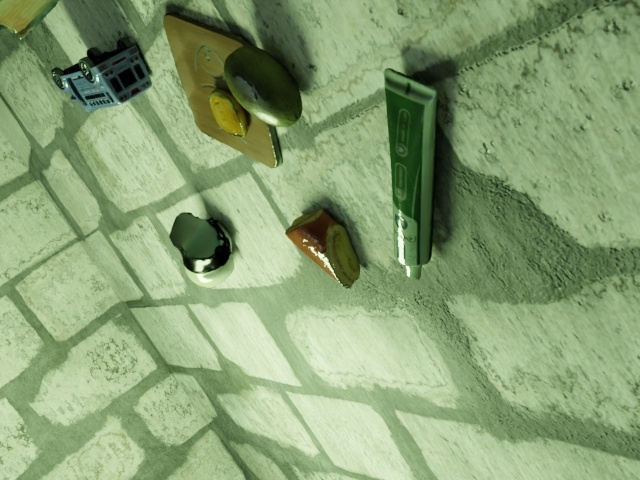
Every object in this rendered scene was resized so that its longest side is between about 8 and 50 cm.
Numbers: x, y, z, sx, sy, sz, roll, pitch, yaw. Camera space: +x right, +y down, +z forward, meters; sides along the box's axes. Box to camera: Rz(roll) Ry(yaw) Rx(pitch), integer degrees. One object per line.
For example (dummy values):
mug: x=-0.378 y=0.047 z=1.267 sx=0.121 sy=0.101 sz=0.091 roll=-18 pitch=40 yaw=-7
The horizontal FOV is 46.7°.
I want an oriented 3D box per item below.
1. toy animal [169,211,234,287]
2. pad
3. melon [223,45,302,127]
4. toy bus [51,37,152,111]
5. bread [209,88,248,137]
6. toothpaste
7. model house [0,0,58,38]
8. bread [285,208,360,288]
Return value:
toy animal: x=-0.293 y=0.029 z=1.898 sx=0.166 sy=0.138 sz=0.179 roll=59 pitch=168 yaw=33
pad: x=-0.197 y=-0.296 z=1.467 sx=0.286 sy=0.018 sz=0.284 roll=29 pitch=145 yaw=37
melon: x=-0.096 y=-0.261 z=1.269 sx=0.162 sy=0.099 sz=0.099 roll=49 pitch=153 yaw=1
toy bus: x=-0.517 y=-0.380 z=1.745 sx=0.292 sy=0.125 sz=0.133 roll=8 pitch=130 yaw=52
bread: x=-0.180 y=-0.248 z=1.454 sx=0.110 sy=0.024 sz=0.110 roll=37 pitch=149 yaw=27
toothpaste: x=0.143 y=-0.083 z=1.158 sx=0.098 sy=0.061 sz=0.392 roll=31 pitch=143 yaw=35
model house: x=-0.571 y=-0.558 z=1.439 sx=0.245 sy=0.312 sz=0.280 roll=48 pitch=-170 yaw=2
bread: x=-0.001 y=0.001 z=1.466 sx=0.192 sy=0.067 sz=0.119 roll=39 pitch=150 yaw=24
